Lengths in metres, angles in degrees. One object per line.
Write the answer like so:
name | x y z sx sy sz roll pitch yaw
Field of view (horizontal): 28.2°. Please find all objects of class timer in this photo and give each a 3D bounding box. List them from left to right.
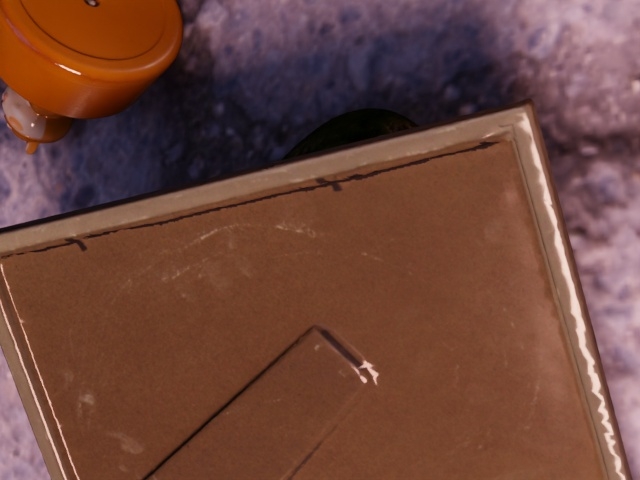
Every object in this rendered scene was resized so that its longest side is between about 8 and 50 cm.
timer | -0.183 -0.118 0.883 0.152 0.132 0.132 -49 59 46

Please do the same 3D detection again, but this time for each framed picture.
framed picture | -0.015 0.079 0.689 0.335 0.022 0.247 -13 103 23

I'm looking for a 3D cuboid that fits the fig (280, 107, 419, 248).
fig | 0.000 0.000 0.737 0.177 0.117 0.117 -23 73 31
